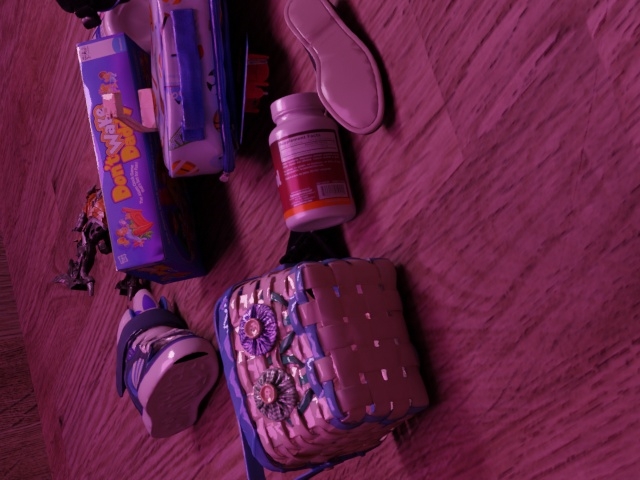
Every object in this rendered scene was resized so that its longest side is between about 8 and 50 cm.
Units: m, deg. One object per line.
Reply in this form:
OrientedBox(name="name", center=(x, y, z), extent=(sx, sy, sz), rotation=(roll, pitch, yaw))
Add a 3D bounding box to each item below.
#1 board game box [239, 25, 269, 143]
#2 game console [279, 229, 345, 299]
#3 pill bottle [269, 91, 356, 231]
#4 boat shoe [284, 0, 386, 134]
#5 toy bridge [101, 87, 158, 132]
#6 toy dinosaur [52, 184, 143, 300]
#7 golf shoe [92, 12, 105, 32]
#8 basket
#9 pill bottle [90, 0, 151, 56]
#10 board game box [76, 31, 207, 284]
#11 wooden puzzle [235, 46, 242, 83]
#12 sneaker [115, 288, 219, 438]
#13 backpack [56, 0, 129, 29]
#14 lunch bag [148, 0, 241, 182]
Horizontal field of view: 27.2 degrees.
OrientedBox(name="board game box", center=(-0.086, -0.204, 1.742), extent=(0.169, 0.033, 0.133), rotation=(-99, 13, -68))
OrientedBox(name="game console", center=(0.000, 0.000, 1.656), extent=(0.107, 0.071, 0.122), rotation=(47, 151, 4))
OrientedBox(name="pill bottle", center=(-0.013, -0.093, 1.561), extent=(0.086, 0.086, 0.152), rotation=(145, 116, -65))
OrientedBox(name="boat shoe", center=(0.027, -0.197, 1.496), extent=(0.065, 0.075, 0.206), rotation=(35, -156, -59))
OrientedBox(name="toy bridge", center=(-0.247, -0.189, 1.913), extent=(0.026, 0.188, 0.063), rotation=(-4, 98, 28))
OrientedBox(name="toy dinosaur", center=(-0.385, -0.013, 2.398), extent=(0.322, 0.164, 0.218), rotation=(-114, 35, -83))
OrientedBox(name="golf shoe", center=(-0.368, -0.333, 2.339), extent=(0.086, 0.067, 0.186), rotation=(-164, 69, -64))
OrientedBox(name="basket", center=(-0.026, 0.143, 1.517), extent=(0.289, 0.201, 0.255), rotation=(-39, 62, 52))
OrientedBox(name="pill bottle", center=(-0.315, -0.324, 2.160), extent=(0.186, 0.112, 0.112), rotation=(149, 112, -65))
OrientedBox(name="board game box", center=(-0.270, -0.118, 2.029), extent=(0.233, 0.078, 0.347), rotation=(37, -139, -77))
OrientedBox(name="wooden puzzle", center=(-0.111, -0.240, 1.810), extent=(0.083, 0.006, 0.049), rotation=(-117, 31, -79))
OrientedBox(name="sneaker", center=(-0.271, 0.167, 2.191), extent=(0.323, 0.130, 0.236), rotation=(111, 140, -58))
OrientedBox(name="backpack", center=(-0.310, -0.487, 1.847), extent=(0.276, 0.263, 0.213), rotation=(-45, 7, 20))
OrientedBox(name="lunch bag", center=(-0.172, -0.227, 1.796), extent=(0.243, 0.115, 0.303), rotation=(-136, 40, -79))
